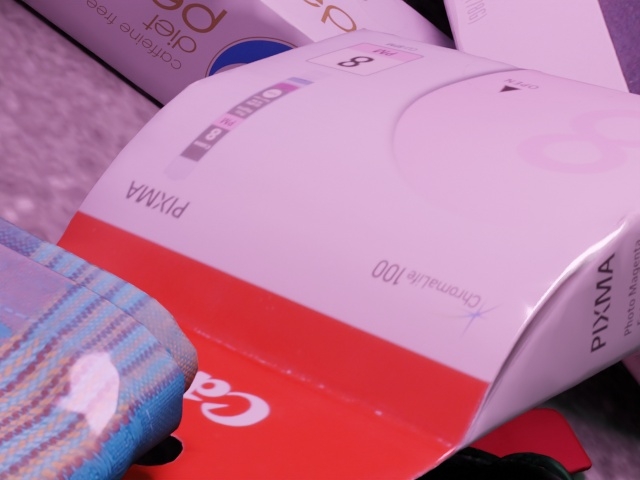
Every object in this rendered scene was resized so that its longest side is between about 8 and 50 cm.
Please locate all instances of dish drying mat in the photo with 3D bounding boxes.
[{"bbox_3d":[0.073,0.081,0.730,0.083,0.008,0.032,-1,55,-45],"label":"dish drying mat"}]

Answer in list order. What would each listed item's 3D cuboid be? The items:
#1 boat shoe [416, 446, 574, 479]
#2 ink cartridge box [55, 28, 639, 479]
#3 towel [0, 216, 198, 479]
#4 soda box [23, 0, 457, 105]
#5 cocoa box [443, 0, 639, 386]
[{"bbox_3d":[0.037,0.115,0.566,0.340,0.113,0.127,7,50,-42],"label":"boat shoe"},{"bbox_3d":[0.000,0.000,0.564,0.232,0.066,0.189,-19,28,-41],"label":"ink cartridge box"},{"bbox_3d":[-0.222,0.037,0.375,0.271,0.040,0.370,31,32,15],"label":"towel"},{"bbox_3d":[-0.041,-0.096,0.739,0.216,0.069,0.074,37,35,-13],"label":"soda box"},{"bbox_3d":[0.188,-0.132,0.814,0.231,0.228,0.347,47,25,-45],"label":"cocoa box"}]
